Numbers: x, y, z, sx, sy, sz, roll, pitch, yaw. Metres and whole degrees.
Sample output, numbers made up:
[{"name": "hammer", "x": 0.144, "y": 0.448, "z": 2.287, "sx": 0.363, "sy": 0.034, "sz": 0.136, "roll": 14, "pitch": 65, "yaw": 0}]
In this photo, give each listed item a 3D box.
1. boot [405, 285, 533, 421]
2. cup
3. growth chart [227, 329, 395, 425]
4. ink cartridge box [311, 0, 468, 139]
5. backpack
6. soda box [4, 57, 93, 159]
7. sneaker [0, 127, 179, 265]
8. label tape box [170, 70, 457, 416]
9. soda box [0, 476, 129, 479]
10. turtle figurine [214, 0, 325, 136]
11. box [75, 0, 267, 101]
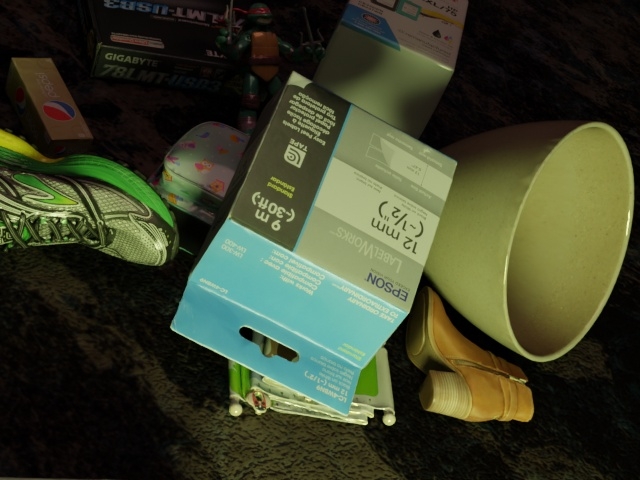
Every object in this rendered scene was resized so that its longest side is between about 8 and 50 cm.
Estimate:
[{"name": "boot", "x": 0.198, "y": 0.156, "z": 1.452, "sx": 0.152, "sy": 0.073, "sz": 0.197, "roll": 10, "pitch": 52, "yaw": -19}, {"name": "cup", "x": 0.253, "y": -0.025, "z": 1.531, "sx": 0.237, "sy": 0.331, "sz": 0.331, "roll": 19, "pitch": 28, "yaw": 39}, {"name": "growth chart", "x": -0.012, "y": 0.161, "z": 1.364, "sx": 0.237, "sy": 0.021, "sz": 0.172, "roll": 9, "pitch": 40, "yaw": -22}, {"name": "ink cartridge box", "x": 0.110, "y": -0.309, "z": 1.832, "sx": 0.198, "sy": 0.197, "sz": 0.270, "roll": 23, "pitch": 37, "yaw": -4}, {"name": "backpack", "x": -0.138, "y": -0.074, "z": 1.464, "sx": 0.166, "sy": 0.144, "sz": 0.188, "roll": 25, "pitch": 38, "yaw": 2}, {"name": "soda box", "x": -0.379, "y": -0.178, "z": 1.516, "sx": 0.061, "sy": 0.058, "sz": 0.181, "roll": -6, "pitch": 49, "yaw": -34}, {"name": "sneaker", "x": -0.339, "y": -0.030, "z": 1.332, "sx": 0.344, "sy": 0.134, "sz": 0.146, "roll": 16, "pitch": 45, "yaw": 1}, {"name": "label tape box", "x": 0.000, "y": 0.000, "z": 1.331, "sx": 0.249, "sy": 0.115, "sz": 0.347, "roll": 28, "pitch": 58, "yaw": -13}, {"name": "soda box", "x": -0.231, "y": 0.290, "z": 1.031, "sx": 0.286, "sy": 0.091, "sz": 0.098, "roll": 6, "pitch": 41, "yaw": -24}, {"name": "turtle figurine", "x": -0.083, "y": -0.277, "z": 1.673, "sx": 0.175, "sy": 0.234, "sz": 0.118, "roll": -7, "pitch": 11, "yaw": -19}, {"name": "box", "x": -0.247, "y": -0.360, "z": 1.794, "sx": 0.296, "sy": 0.073, "sz": 0.293, "roll": 5, "pitch": 42, "yaw": -24}]
